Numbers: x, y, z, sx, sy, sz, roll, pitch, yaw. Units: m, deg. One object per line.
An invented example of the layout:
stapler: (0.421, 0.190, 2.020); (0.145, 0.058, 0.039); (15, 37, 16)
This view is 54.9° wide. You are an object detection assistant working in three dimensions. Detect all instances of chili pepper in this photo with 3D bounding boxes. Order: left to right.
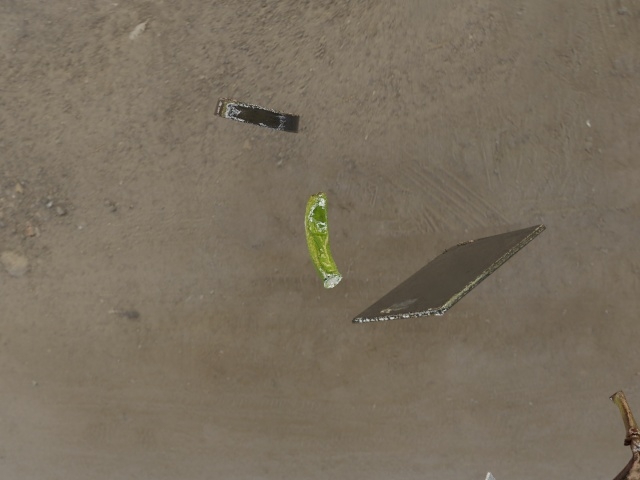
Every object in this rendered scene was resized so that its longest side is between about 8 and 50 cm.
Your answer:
chili pepper: (0.000, 0.000, 1.166); (0.052, 0.201, 0.050); (-6, 147, -6)

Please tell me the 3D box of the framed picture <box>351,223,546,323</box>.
framed picture: (0.246, 0.066, 1.192); (0.255, 0.339, 0.014); (-18, 101, 55)

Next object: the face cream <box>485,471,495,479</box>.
face cream: (0.250, 0.465, 0.785); (0.137, 0.235, 0.420); (6, 152, 36)

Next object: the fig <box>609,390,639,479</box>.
fig: (0.383, 0.308, 0.676); (0.204, 0.186, 0.249); (-11, 83, -23)

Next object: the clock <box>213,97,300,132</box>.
clock: (-0.132, -0.265, 1.302); (0.184, 0.184, 0.040); (13, 101, 2)
